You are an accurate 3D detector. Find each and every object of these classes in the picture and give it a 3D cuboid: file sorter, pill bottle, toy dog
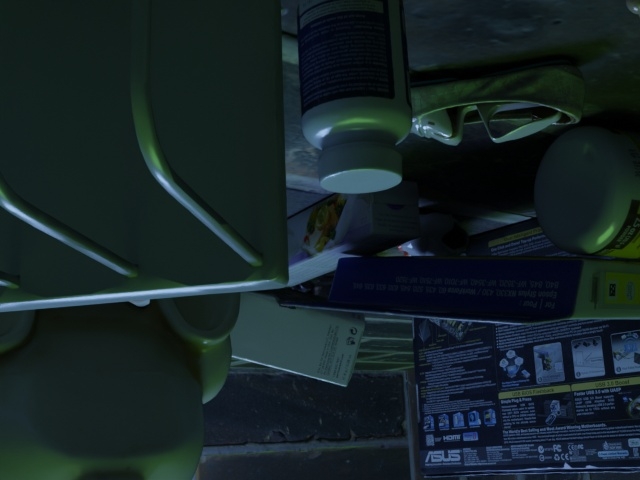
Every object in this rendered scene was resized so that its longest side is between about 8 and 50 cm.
[{"bbox_3d":[-0.170,-0.078,0.428,0.278,0.193,0.173,-5,164,10],"label":"file sorter"},{"bbox_3d":[0.316,-0.039,0.859,0.215,0.117,0.117,3,166,-26],"label":"pill bottle"},{"bbox_3d":[-0.240,0.195,0.908,0.284,0.395,0.408,-7,148,-33],"label":"toy dog"},{"bbox_3d":[0.021,-0.092,0.553,0.067,0.120,0.067,-3,167,-1],"label":"pill bottle"}]

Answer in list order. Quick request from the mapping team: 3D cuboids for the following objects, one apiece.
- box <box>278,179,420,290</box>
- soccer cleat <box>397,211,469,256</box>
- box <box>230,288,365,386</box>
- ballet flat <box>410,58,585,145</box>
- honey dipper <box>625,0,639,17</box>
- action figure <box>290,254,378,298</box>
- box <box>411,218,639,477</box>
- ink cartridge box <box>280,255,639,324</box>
[{"bbox_3d":[0.000,0.000,1.079,0.067,0.063,0.324,6,165,-28],"label":"box"},{"bbox_3d":[0.155,0.010,1.160,0.076,0.068,0.196,-11,162,19],"label":"soccer cleat"},{"bbox_3d":[-0.083,0.109,1.245,0.275,0.094,0.113,15,-173,-2],"label":"box"},{"bbox_3d":[0.115,-0.099,0.699,0.168,0.052,0.057,-8,167,20],"label":"ballet flat"},{"bbox_3d":[0.232,-0.133,0.632,0.030,0.030,0.161,-10,164,28],"label":"honey dipper"},{"bbox_3d":[0.021,0.089,1.411,0.185,0.099,0.285,10,148,-22],"label":"action figure"},{"bbox_3d":[0.281,0.136,1.172,0.097,0.318,0.395,6,163,-38],"label":"box"},{"bbox_3d":[0.172,0.047,0.948,0.307,0.072,0.303,8,175,-44],"label":"ink cartridge box"}]
